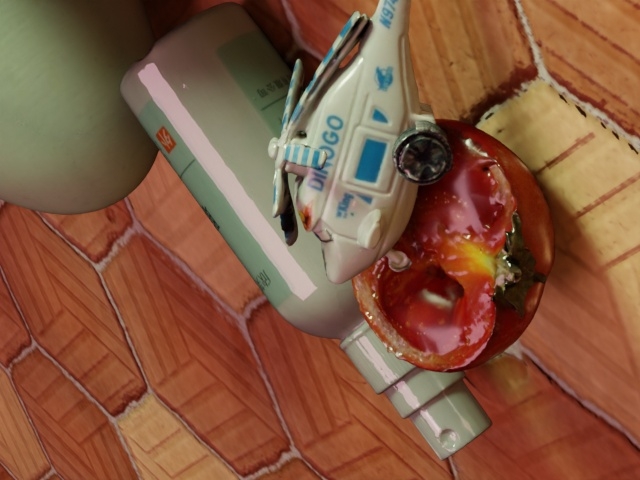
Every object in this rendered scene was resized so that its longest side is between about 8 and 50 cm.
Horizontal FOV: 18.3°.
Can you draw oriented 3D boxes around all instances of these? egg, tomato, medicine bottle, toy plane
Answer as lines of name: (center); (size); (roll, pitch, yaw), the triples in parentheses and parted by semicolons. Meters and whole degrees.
egg: (-0.258, -0.181, 1.503); (0.371, 0.230, 0.230); (51, 154, 1)
tomato: (0.096, 0.000, 1.270); (0.139, 0.091, 0.159); (16, 107, 42)
medicine bottle: (0.000, 0.000, 1.403); (0.352, 0.110, 0.110); (54, 154, 4)
toy plane: (0.037, -0.104, 1.207); (0.182, 0.107, 0.273); (-142, 67, -82)
